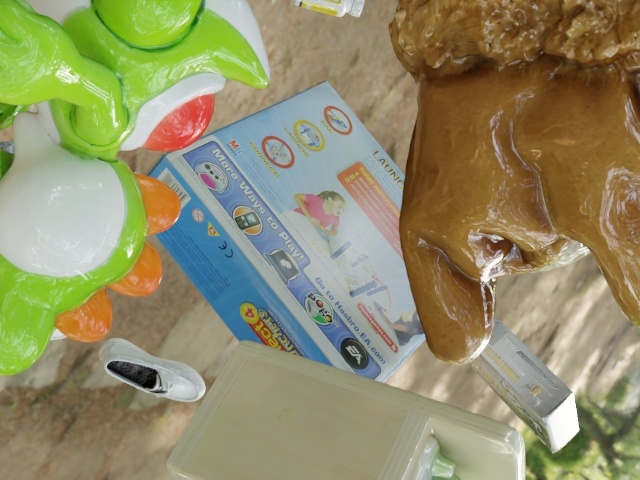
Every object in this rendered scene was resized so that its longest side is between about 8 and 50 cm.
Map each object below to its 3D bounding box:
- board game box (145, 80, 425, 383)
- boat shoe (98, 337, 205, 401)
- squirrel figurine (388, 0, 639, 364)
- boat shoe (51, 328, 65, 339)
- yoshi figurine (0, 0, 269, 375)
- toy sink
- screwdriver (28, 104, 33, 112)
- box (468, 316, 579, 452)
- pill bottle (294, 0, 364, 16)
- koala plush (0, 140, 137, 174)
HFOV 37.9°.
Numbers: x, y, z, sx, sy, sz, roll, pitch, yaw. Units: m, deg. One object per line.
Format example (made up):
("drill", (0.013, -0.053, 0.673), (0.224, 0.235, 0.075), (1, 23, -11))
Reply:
("board game box", (0.000, 0.000, 1.020), (0.086, 0.308, 0.302), (-41, 176, 39))
("boat shoe", (-0.257, 0.211, 1.442), (0.184, 0.063, 0.066), (37, 104, -28))
("squirrel figurine", (0.261, -0.117, 0.746), (0.281, 0.371, 0.396), (-30, 108, -45))
("boat shoe", (-0.681, 0.183, 2.056), (0.096, 0.277, 0.098), (-117, -143, -69))
("yoshi figurine", (-0.178, -0.099, 0.563), (0.204, 0.203, 0.362), (9, 106, -65))
("toy sink", (0.024, 0.198, 0.717), (0.131, 0.234, 0.152), (-60, 153, -32))
("screwdriver", (-0.282, -0.182, 0.929), (0.024, 0.025, 0.169), (1, 94, -46))
("box", (0.269, 0.184, 1.343), (0.056, 0.231, 0.183), (-40, 149, -4))
("pill bottle", (0.017, -0.425, 1.619), (0.065, 0.116, 0.065), (-166, -90, -83))
("koala plush", (-0.394, -0.068, 1.470), (0.221, 0.203, 0.196), (-20, 166, 0))
